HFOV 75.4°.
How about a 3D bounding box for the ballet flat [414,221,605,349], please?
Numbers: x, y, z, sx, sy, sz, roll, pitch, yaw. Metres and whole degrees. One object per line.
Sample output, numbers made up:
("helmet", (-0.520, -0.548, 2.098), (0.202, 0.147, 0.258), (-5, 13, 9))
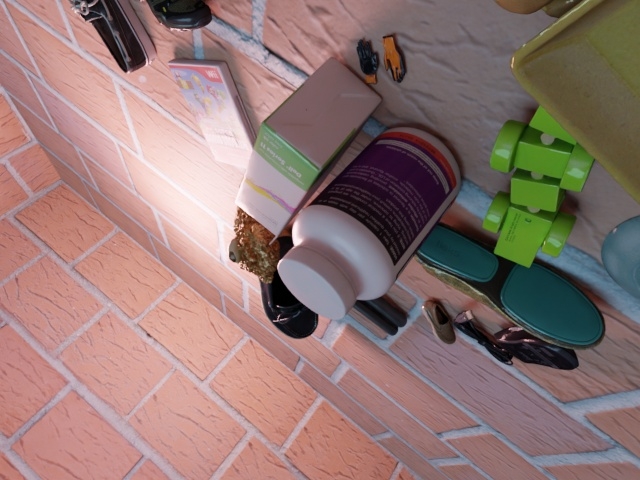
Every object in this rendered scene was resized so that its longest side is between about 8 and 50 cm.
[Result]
("ballet flat", (0.325, 0.076, 0.758), (0.349, 0.123, 0.123), (31, 150, 20))

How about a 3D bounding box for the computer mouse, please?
("computer mouse", (0.398, 0.191, 0.868), (0.184, 0.060, 0.262), (37, 163, 2))

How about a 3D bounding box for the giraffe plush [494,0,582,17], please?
("giraffe plush", (0.182, -0.324, 0.350), (0.170, 0.182, 0.210), (117, 139, -51))

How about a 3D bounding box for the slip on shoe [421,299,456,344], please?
("slip on shoe", (0.300, 0.203, 1.017), (0.135, 0.051, 0.041), (58, 152, -12))

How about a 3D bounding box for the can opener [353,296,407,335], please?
("can opener", (0.118, 0.149, 1.169), (0.284, 0.095, 0.076), (38, 113, -2))

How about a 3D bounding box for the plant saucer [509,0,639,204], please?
("plant saucer", (0.395, -0.147, 0.320), (0.333, 0.080, 0.333), (38, 152, -13))

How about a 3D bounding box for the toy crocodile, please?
("toy crocodile", (0.306, -0.078, 0.577), (0.115, 0.105, 0.340), (24, 152, 30))

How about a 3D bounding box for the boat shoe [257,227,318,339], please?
("boat shoe", (-0.093, 0.171, 1.319), (0.156, 0.187, 0.499), (44, 155, 44))

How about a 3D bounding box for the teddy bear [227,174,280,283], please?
("teddy bear", (-0.183, -0.040, 1.060), (0.113, 0.337, 0.245), (7, 143, -20))

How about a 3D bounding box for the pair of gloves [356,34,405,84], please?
("pair of gloves", (0.094, -0.280, 0.646), (0.083, 0.010, 0.074), (18, 145, 42))

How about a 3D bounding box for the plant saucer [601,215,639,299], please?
("plant saucer", (0.491, 0.046, 0.564), (0.195, 0.037, 0.194), (32, 151, 20))

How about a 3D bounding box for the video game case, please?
("video game case", (-0.252, -0.307, 1.036), (0.204, 0.025, 0.285), (21, 145, 36))

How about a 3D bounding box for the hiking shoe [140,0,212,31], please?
("hiking shoe", (-0.300, -0.487, 0.778), (0.227, 0.086, 0.114), (37, 155, 12))

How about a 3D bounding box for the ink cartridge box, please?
("ink cartridge box", (-0.048, -0.146, 0.800), (0.119, 0.207, 0.353), (39, 152, -3))

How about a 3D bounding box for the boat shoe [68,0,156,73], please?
("boat shoe", (-0.516, -0.543, 0.957), (0.113, 0.105, 0.306), (15, 142, 41))

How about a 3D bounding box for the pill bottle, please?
("pill bottle", (0.080, -0.032, 0.674), (0.182, 0.323, 0.181), (31, 150, 21))
